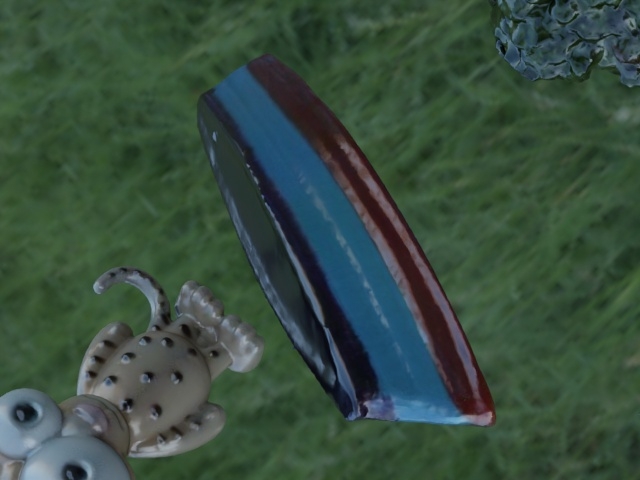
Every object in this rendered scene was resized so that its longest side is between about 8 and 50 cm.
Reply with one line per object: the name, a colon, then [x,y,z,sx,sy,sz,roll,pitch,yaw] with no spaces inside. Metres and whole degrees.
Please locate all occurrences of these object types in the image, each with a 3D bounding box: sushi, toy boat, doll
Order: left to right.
doll: [-0.161,0.134,1.149,0.154,0.278,0.119,33,143,7]
toy boat: [0.000,0.000,0.977,0.392,0.079,0.136,-120,30,-53]
sushi: [0.280,-0.291,1.297,0.178,0.294,0.352,89,178,-46]
